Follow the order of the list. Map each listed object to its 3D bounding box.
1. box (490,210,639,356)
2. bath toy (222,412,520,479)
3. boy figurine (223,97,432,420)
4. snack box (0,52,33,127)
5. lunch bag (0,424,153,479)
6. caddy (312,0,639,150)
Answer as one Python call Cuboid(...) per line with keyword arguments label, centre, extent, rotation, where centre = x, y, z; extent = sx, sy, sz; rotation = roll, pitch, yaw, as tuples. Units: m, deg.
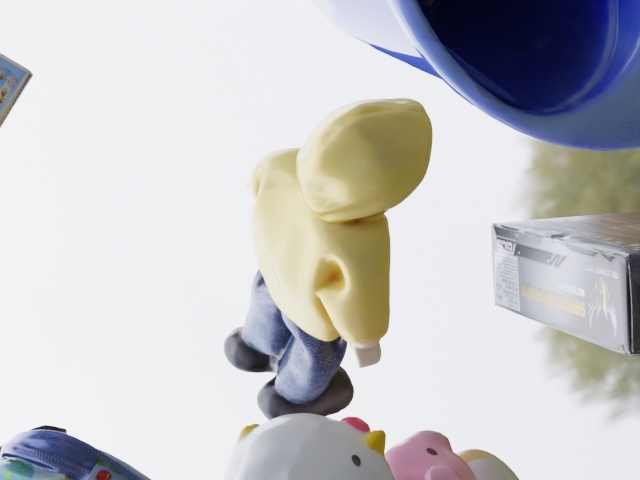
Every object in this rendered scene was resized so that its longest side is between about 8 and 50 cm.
Cuboid(label="box", centre=(0.220, 0.018, 1.107), extent=(0.231, 0.183, 0.056), rotation=(-159, 66, -75))
Cuboid(label="bath toy", centre=(0.068, 0.201, 1.328), extent=(0.348, 0.129, 0.151), rotation=(35, -112, -53))
Cuboid(label="boy figurine", centre=(0.000, 0.000, 1.363), extent=(0.092, 0.285, 0.177), rotation=(-13, -130, -31))
Cuboid(label="snack box", centre=(-0.353, -0.170, 1.724), extent=(0.178, 0.064, 0.022), rotation=(31, 174, 2))
Cuboid(label="lunch bag", centre=(-0.054, 0.173, 0.756), extent=(0.219, 0.090, 0.176), rotation=(30, 155, 10))
Cuboid(label="caddy", centre=(0.108, -0.210, 0.775), extent=(0.179, 0.241, 0.341), rotation=(-153, 56, -62))
